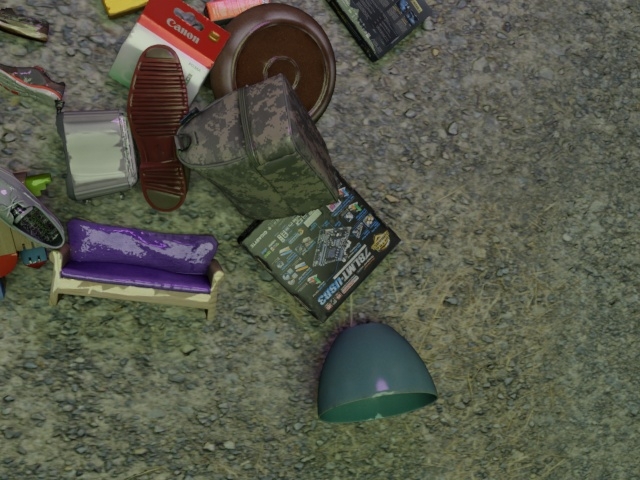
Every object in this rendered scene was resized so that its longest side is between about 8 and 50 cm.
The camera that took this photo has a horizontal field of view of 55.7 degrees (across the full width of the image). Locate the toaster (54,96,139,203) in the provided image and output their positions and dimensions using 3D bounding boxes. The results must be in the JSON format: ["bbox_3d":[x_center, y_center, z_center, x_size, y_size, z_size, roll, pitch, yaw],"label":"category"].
[{"bbox_3d":[-0.475,-0.195,1.301,0.146,0.129,0.227,-8,98,-14],"label":"toaster"}]

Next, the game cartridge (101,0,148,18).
[{"bbox_3d":[-0.356,-0.667,1.311,0.323,0.052,0.285,-22,103,-14],"label":"game cartridge"}]

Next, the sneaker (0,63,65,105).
[{"bbox_3d":[-0.621,-0.344,1.289,0.158,0.061,0.065,24,64,-18],"label":"sneaker"}]

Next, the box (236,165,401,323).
[{"bbox_3d":[0.000,0.000,1.487,0.295,0.073,0.293,-46,107,-5],"label":"box"}]

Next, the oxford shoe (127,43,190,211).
[{"bbox_3d":[-0.340,-0.245,1.312,0.123,0.130,0.348,5,110,-3],"label":"oxford shoe"}]

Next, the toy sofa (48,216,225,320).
[{"bbox_3d":[-0.402,0.062,1.348,0.362,0.150,0.177,8,97,-16],"label":"toy sofa"}]

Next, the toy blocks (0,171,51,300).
[{"bbox_3d":[-0.732,0.016,1.252,0.381,0.191,0.261,-13,113,-20],"label":"toy blocks"}]

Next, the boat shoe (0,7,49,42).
[{"bbox_3d":[-0.646,-0.458,1.260,0.152,0.056,0.049,15,89,-26],"label":"boat shoe"}]

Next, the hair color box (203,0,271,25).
[{"bbox_3d":[-0.187,-0.519,1.362,0.141,0.072,0.043,-15,102,-13],"label":"hair color box"}]

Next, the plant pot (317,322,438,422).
[{"bbox_3d":[0.123,0.317,1.486,0.290,0.290,0.195,-3,62,-15],"label":"plant pot"}]

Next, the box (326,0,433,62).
[{"bbox_3d":[0.129,-0.577,1.444,0.183,0.059,0.233,-42,105,-6],"label":"box"}]

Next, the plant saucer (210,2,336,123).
[{"bbox_3d":[-0.094,-0.376,1.379,0.310,0.050,0.311,-9,111,-23],"label":"plant saucer"}]

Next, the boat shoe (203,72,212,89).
[{"bbox_3d":[-0.281,-0.401,1.364,0.178,0.064,0.060,26,55,-21],"label":"boat shoe"}]

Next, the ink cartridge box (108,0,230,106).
[{"bbox_3d":[-0.324,-0.394,1.292,0.181,0.056,0.225,31,128,-16],"label":"ink cartridge box"}]

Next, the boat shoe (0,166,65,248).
[{"bbox_3d":[-0.582,-0.064,1.171,0.079,0.081,0.227,-49,133,-11],"label":"boat shoe"}]

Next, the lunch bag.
[{"bbox_3d":[-0.132,-0.176,1.294,0.256,0.305,0.213,-20,62,12],"label":"lunch bag"}]
